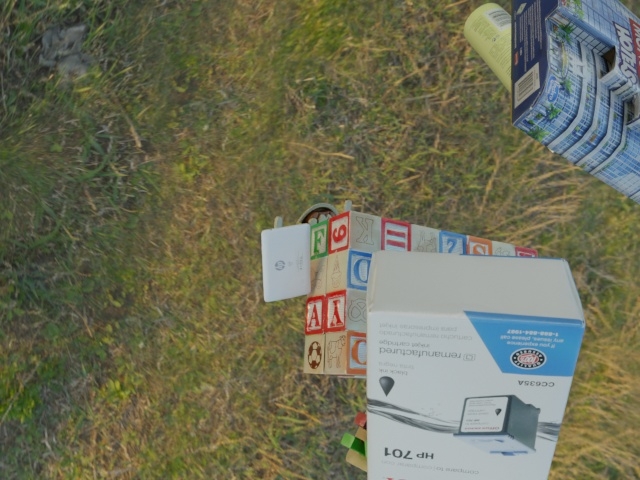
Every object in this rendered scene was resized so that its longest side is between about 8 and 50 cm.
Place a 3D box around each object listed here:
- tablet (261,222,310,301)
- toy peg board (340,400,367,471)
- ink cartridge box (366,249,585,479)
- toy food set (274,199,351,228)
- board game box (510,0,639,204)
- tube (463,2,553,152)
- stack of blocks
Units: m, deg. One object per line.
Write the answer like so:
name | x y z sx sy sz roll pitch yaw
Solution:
tablet | -0.036 0.024 0.650 0.054 0.006 0.083 -10 114 -21
toy peg board | 0.122 0.271 0.889 0.079 0.161 0.161 46 65 -48
ink cartridge box | 0.106 0.108 0.463 0.139 0.082 0.191 2 121 9
toy food set | 0.000 0.000 1.071 0.192 0.038 0.132 -18 119 -42
board game box | 0.261 -0.138 0.541 0.194 0.060 0.194 25 53 -17
tube | 0.266 -0.213 0.777 0.062 0.240 0.070 -2 137 -30
stack of blocks | 0.131 0.080 0.729 0.297 0.087 0.171 9 75 -30
